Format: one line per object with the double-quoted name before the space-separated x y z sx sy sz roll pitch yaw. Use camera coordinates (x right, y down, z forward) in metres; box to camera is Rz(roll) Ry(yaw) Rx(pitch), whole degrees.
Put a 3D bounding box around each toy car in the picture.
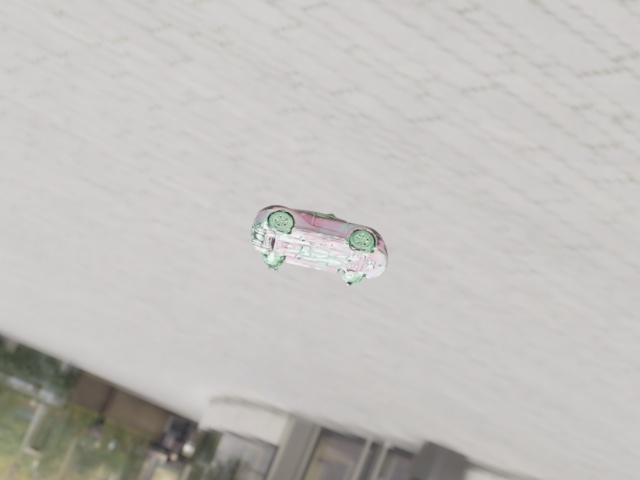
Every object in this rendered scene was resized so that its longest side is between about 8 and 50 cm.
"toy car" 0.000 0.000 1.426 0.142 0.055 0.069 13 145 -1
